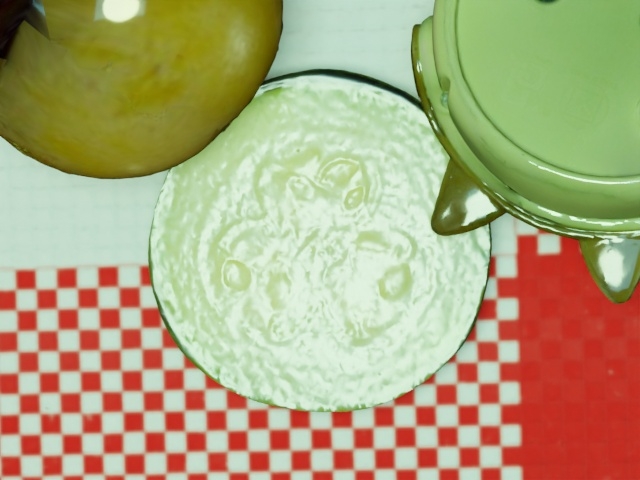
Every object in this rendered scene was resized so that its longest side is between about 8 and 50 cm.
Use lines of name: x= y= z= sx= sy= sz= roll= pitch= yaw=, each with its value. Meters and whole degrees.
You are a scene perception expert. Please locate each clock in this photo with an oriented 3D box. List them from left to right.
clock: x=0.206 y=-0.142 z=1.287 sx=0.286 sy=0.117 sz=0.348 roll=21 pitch=84 yaw=12

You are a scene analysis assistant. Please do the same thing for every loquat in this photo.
loquat: x=-0.143 y=-0.155 z=1.285 sx=0.235 sy=0.235 sz=0.235 roll=0 pitch=91 yaw=3

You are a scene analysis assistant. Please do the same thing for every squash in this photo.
squash: x=0.000 y=0.000 z=1.373 sx=0.252 sy=0.049 sz=0.252 roll=0 pitch=90 yaw=5
